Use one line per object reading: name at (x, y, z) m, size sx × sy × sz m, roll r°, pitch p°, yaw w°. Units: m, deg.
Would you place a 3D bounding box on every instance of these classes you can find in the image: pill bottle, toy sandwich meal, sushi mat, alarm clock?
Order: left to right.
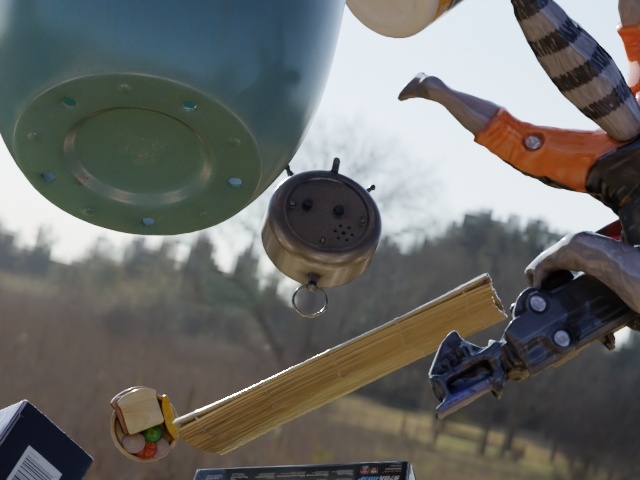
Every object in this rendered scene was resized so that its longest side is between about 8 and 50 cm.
toy sandwich meal at (-0.190, 0.199, 1.709) m, size 0.086 × 0.085 × 0.029 m, roll 14°, pitch -17°, yaw -15°
alarm clock at (0.000, 0.000, 1.716) m, size 0.129 × 0.192 × 0.064 m, roll 12°, pitch -31°, yaw -6°
sushi mat at (0.023, 0.118, 1.451) m, size 0.317 × 0.019 × 0.151 m, roll -26°, pitch -17°, yaw 3°
pill bottle at (0.158, -0.391, 2.055) m, size 0.162 × 0.162 × 0.278 m, roll 8°, pitch 36°, yaw 43°

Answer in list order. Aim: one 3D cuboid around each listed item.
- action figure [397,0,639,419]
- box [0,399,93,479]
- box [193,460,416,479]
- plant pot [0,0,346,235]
action figure at (0.198, -0.016, 1.117) m, size 0.330 × 0.341 × 0.178 m, roll 52°, pitch -9°, yaw 6°
box at (-0.371, 0.282, 1.708) m, size 0.207 × 0.153 × 0.108 m, roll -24°, pitch -62°, yaw 43°
box at (-0.001, 0.293, 1.534) m, size 0.220 × 0.051 × 0.175 m, roll -4°, pitch -49°, yaw 16°
plant pot at (-0.125, -0.148, 1.194) m, size 0.293 × 0.235 × 0.293 m, roll 3°, pitch -38°, yaw 2°
